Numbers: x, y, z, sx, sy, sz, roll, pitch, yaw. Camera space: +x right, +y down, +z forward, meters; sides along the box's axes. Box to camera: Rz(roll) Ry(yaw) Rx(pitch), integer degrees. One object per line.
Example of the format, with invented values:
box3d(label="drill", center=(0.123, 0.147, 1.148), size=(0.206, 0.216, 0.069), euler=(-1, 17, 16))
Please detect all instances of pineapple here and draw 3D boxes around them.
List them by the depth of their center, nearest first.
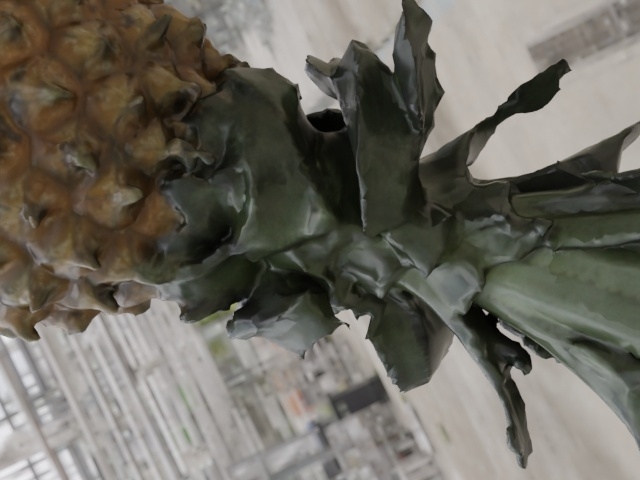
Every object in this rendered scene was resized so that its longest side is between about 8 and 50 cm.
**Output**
box3d(label="pineapple", center=(0.000, 0.000, 0.363), size=(0.119, 0.277, 0.130), euler=(-18, -58, -84))
